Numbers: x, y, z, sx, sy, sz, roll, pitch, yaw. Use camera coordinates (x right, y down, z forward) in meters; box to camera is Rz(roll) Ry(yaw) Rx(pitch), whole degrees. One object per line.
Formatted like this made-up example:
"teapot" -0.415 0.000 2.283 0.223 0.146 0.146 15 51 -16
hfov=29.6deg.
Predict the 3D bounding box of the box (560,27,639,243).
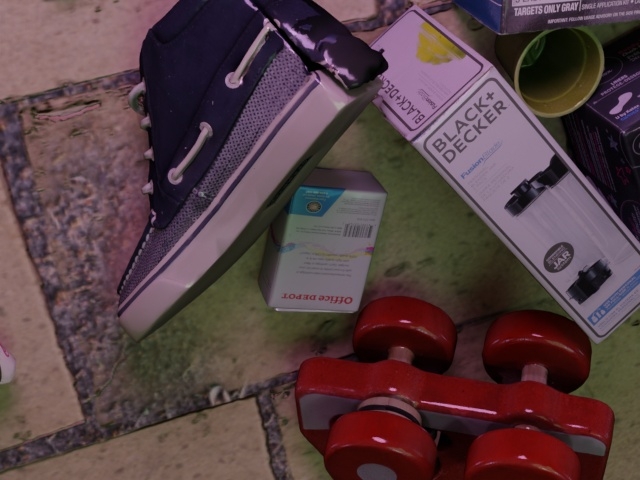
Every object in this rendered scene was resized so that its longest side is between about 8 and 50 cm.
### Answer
"box" 0.339 -0.067 1.117 0.163 0.142 0.247 -29 124 -4

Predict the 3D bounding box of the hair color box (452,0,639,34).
"hair color box" 0.205 -0.347 0.942 0.173 0.105 0.347 -9 119 -15

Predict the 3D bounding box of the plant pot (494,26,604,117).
"plant pot" 0.189 -0.159 1.050 0.083 0.079 0.083 -9 119 -16

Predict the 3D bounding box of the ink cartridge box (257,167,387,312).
"ink cartridge box" 0.000 0.000 1.086 0.088 0.052 0.122 4 114 -20

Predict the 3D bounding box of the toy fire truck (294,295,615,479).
"toy fire truck" 0.129 0.199 1.153 0.302 0.169 0.254 6 139 11

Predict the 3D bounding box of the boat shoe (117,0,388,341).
"boat shoe" -0.101 -0.074 0.989 0.158 0.127 0.340 45 118 5

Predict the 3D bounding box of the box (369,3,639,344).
"box" 0.161 -0.055 1.045 0.087 0.169 0.290 -43 121 6

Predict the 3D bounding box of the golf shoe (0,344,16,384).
"golf shoe" -0.371 0.178 1.025 0.120 0.105 0.273 31 104 -37
